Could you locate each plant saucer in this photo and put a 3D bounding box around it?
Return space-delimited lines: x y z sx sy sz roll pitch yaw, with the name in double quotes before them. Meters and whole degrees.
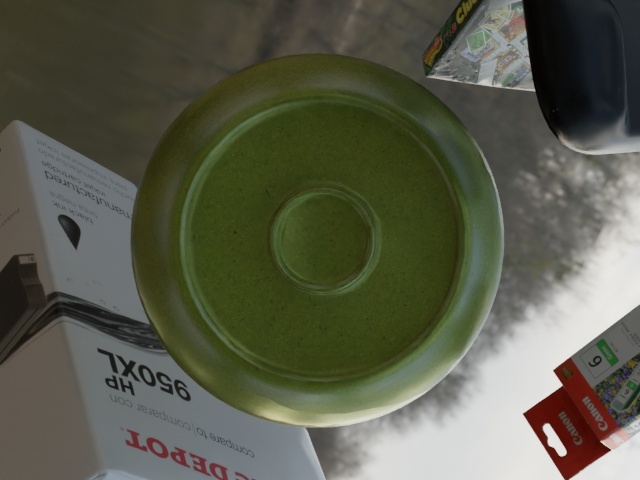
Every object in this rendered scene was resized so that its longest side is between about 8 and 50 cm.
"plant saucer" 0.000 0.000 0.882 0.241 0.241 0.037 -63 -177 -1

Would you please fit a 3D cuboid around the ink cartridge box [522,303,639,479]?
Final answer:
"ink cartridge box" 0.189 0.101 0.927 0.115 0.063 0.029 -39 145 11

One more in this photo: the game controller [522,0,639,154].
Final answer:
"game controller" 0.215 -0.139 0.841 0.319 0.067 0.166 -7 99 -49

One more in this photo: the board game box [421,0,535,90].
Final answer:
"board game box" 0.201 -0.217 1.176 0.259 0.136 0.030 127 -37 -50

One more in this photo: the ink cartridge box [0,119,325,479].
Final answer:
"ink cartridge box" -0.167 0.127 1.176 0.166 0.285 0.395 -42 -135 19
